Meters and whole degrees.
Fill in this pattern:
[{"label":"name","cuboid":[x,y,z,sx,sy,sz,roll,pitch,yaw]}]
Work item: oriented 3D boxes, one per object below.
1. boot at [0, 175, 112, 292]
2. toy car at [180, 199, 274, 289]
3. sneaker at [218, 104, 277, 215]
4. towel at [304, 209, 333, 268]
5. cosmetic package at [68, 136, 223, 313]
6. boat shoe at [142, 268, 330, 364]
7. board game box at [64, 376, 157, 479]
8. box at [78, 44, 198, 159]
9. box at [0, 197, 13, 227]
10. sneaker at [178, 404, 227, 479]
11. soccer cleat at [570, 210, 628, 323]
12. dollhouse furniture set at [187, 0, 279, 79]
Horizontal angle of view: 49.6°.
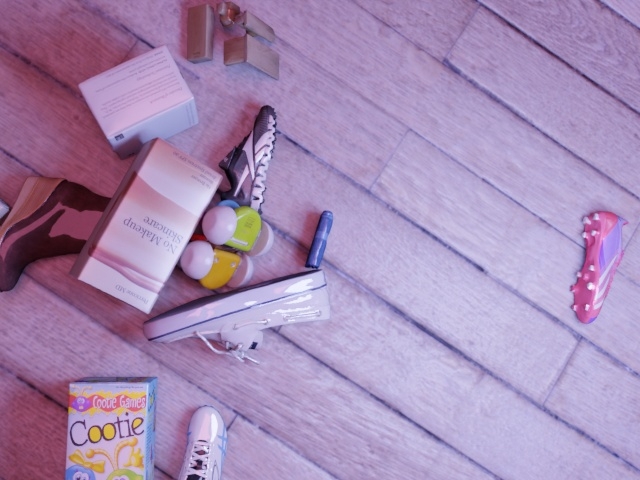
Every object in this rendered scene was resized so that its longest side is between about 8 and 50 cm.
[{"label":"boot","cuboid":[-0.504,0.004,1.340,0.207,0.090,0.248,17,79,-3]},{"label":"toy car","cuboid":[-0.195,-0.001,1.360,0.136,0.159,0.182,43,104,39]},{"label":"sneaker","cuboid":[-0.150,-0.169,1.409,0.106,0.078,0.234,11,85,-8]},{"label":"towel","cuboid":[0.000,0.000,1.414,0.029,0.067,0.119,18,82,-3]},{"label":"cosmetic package","cuboid":[-0.329,-0.028,1.310,0.153,0.129,0.296,30,78,-23]},{"label":"boat shoe","cuboid":[-0.151,0.174,1.357,0.367,0.136,0.156,-15,93,-16]},{"label":"board game box","cuboid":[-0.386,0.397,1.286,0.142,0.144,0.275,1,83,-6]},{"label":"box","cuboid":[-0.346,-0.262,1.343,0.182,0.181,0.119,-28,88,-9]},{"label":"box","cuboid":[-0.721,0.009,1.313,0.113,0.094,0.275,42,80,-1]},{"label":"sneaker","cuboid":[-0.229,0.439,1.330,0.085,0.086,0.237,8,82,-4]},{"label":"soccer cleat","cuboid":[0.601,0.058,1.478,0.095,0.083,0.248,12,80,-10]},{"label":"dollhouse furniture set","cuboid":[-0.182,-0.413,1.459,0.151,0.123,0.144,-3,83,28]}]
